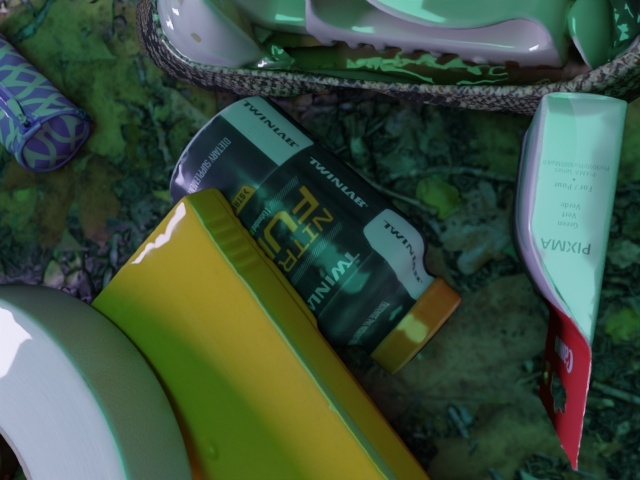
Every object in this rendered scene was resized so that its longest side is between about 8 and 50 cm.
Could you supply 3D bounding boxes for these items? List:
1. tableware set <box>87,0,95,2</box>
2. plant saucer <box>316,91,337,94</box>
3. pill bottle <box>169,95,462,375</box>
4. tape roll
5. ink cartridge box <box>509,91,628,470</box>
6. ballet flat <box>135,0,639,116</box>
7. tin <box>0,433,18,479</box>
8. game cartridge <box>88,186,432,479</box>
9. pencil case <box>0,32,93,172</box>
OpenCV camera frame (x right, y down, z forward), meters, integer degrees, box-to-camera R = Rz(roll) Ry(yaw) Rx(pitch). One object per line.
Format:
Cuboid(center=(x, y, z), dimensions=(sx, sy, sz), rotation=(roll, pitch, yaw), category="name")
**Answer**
Cuboid(center=(-0.247, -0.368, 0.611), dimensions=(0.128, 0.039, 0.194), rotation=(35, 97, 12), category="tableware set")
Cuboid(center=(0.005, -0.181, 0.561), dimensions=(0.083, 0.013, 0.084), rotation=(0, 88, 13), category="plant saucer")
Cuboid(center=(0.000, 0.000, 0.498), dimensions=(0.245, 0.130, 0.130), rotation=(41, 98, 11), category="pill bottle")
Cuboid(center=(-0.284, 0.232, 0.505), dimensions=(0.391, 0.072, 0.393), rotation=(0, 90, 23), category="tape roll")
Cuboid(center=(0.165, 0.023, 0.433), dimensions=(0.056, 0.181, 0.225), rotation=(10, 93, 14), category="ink cartridge box")
Cuboid(center=(0.013, -0.186, 0.443), dimensions=(0.482, 0.182, 0.164), rotation=(13, 102, 20), category="ballet flat")
Cuboid(center=(-0.410, 0.202, 0.641), dimensions=(0.189, 0.040, 0.106), rotation=(43, 102, 11), category="tin")
Cuboid(center=(-0.080, 0.164, 0.497), dimensions=(0.285, 0.052, 0.324), rotation=(-40, 82, 34), category="game cartridge")
Cuboid(center=(-0.333, -0.158, 0.603), dimensions=(0.206, 0.088, 0.086), rotation=(41, 96, 12), category="pencil case")
